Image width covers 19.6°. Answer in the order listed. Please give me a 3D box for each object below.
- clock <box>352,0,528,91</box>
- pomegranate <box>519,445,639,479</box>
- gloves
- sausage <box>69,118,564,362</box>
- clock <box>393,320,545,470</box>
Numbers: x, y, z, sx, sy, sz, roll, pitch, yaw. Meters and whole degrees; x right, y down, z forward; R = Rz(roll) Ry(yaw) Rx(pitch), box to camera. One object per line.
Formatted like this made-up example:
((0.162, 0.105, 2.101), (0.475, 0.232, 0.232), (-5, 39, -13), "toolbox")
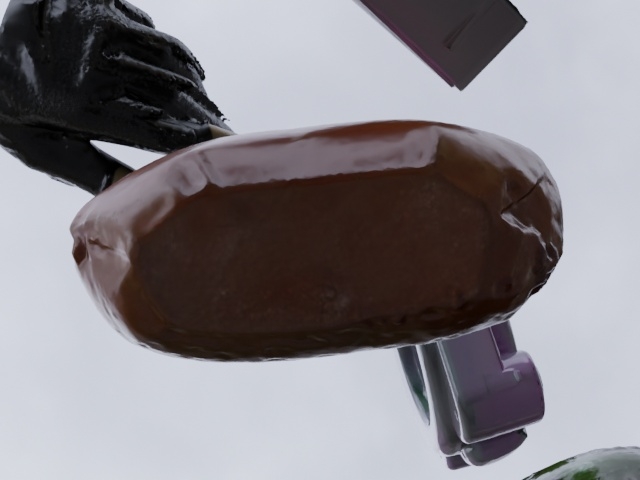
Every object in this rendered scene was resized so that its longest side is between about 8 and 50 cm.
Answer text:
((0.022, -0.184, 1.108), (0.063, 0.150, 0.197), (-48, -41, 6), "clock")
((0.140, 0.222, 0.979), (0.263, 0.211, 0.211), (-10, -60, -34), "pomegranate")
((-0.124, -0.095, 1.224), (0.180, 0.129, 0.106), (16, -34, 3), "gloves")
((0.000, 0.000, 0.978), (0.258, 0.133, 0.133), (-7, -58, 2), "sausage")
((0.111, 0.082, 1.580), (0.090, 0.228, 0.248), (-15, -20, -5), "clock")
